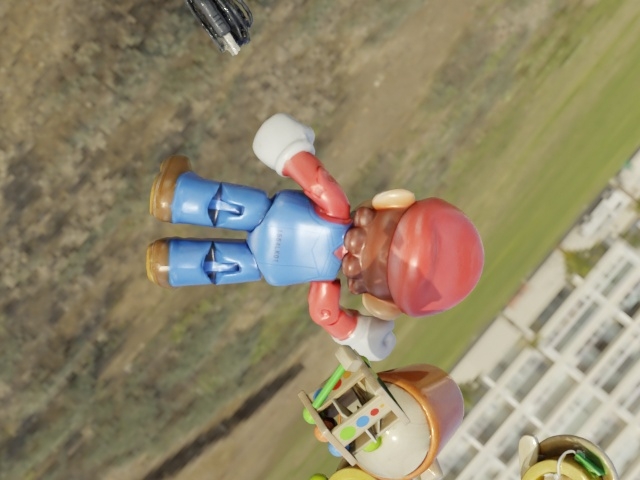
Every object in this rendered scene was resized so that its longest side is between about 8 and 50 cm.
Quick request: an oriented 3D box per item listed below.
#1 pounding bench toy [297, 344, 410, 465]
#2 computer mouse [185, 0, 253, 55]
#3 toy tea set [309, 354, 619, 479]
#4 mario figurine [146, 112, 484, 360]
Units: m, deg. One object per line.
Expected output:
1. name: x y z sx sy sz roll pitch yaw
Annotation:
1. pounding bench toy: 0.016 0.123 0.988 0.065 0.052 0.083 -38 131 1
2. computer mouse: -0.068 -0.287 1.175 0.272 0.188 0.072 -21 -166 46
3. toy tea set: 0.131 0.239 1.084 0.124 0.336 0.200 -19 128 -58
4. mario figurine: 0.000 0.000 1.254 0.198 0.321 0.170 95 5 -51
